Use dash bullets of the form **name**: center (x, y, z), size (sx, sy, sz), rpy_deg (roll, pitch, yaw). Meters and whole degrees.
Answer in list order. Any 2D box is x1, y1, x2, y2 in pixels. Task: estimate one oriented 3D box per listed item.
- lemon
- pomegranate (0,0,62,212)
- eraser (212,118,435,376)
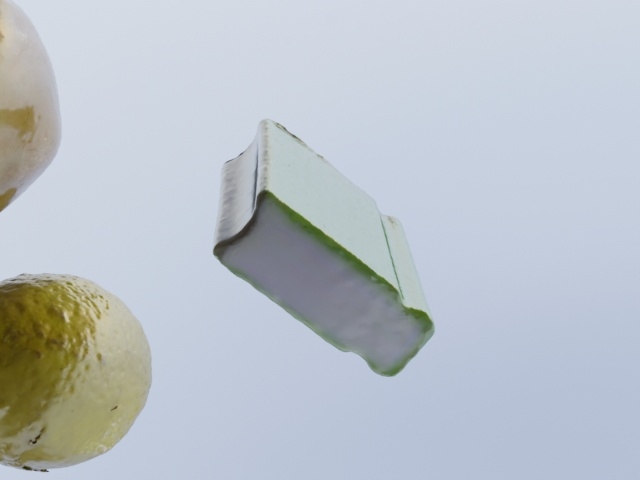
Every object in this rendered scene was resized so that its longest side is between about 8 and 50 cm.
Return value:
- **lemon**: center (-0.347, 0.163, 1.541), size (0.253, 0.310, 0.253), rpy_deg (0, -89, 27)
- **pomegranate**: center (-0.394, -0.142, 1.219), size (0.307, 0.307, 0.307), rpy_deg (-22, -139, 20)
- **eraser**: center (0.000, 0.000, 1.201), size (0.092, 0.210, 0.274), rpy_deg (-50, -168, 12)
